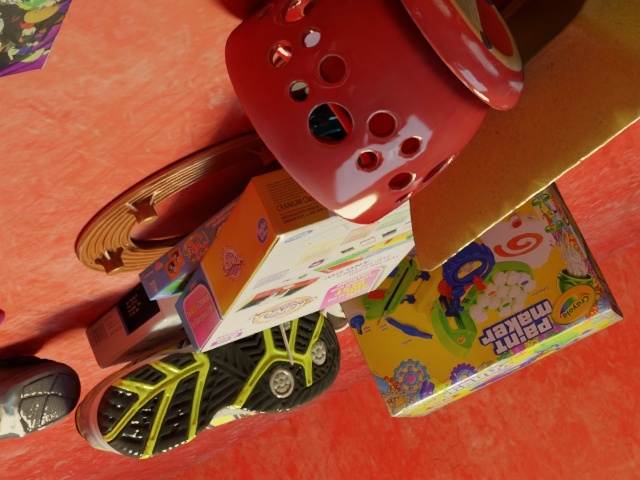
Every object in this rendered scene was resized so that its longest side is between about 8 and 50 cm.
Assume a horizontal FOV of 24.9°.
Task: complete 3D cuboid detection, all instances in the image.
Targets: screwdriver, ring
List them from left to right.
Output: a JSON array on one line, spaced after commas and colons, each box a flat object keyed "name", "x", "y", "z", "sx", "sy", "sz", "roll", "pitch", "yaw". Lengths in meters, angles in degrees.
[{"name": "ring", "x": -0.101, "y": -0.037, "z": 1.560, "sx": 0.337, "sy": 0.032, "sz": 0.336, "roll": -24, "pitch": 167, "yaw": -6}, {"name": "screwdriver", "x": -0.054, "y": 0.079, "z": 1.826, "sx": 0.025, "sy": 0.170, "sz": 0.024, "roll": -20, "pitch": -164, "yaw": 2}]

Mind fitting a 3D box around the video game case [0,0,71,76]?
[{"name": "video game case", "x": -0.254, "y": -0.140, "z": 0.850, "sx": 0.232, "sy": 0.041, "sz": 0.210, "roll": -18, "pitch": 166, "yaw": -29}]

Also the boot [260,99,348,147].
[{"name": "boot", "x": -0.011, "y": -0.112, "z": 1.399, "sx": 0.099, "sy": 0.045, "sz": 0.121, "roll": -16, "pitch": 174, "yaw": -9}]

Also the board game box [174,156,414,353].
[{"name": "board game box", "x": 0.000, "y": 0.000, "z": 1.507, "sx": 0.242, "sy": 0.064, "sz": 0.316, "roll": -19, "pitch": 163, "yaw": -27}]

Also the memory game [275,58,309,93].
[{"name": "memory game", "x": 0.045, "y": -0.182, "z": 1.297, "sx": 0.186, "sy": 0.012, "sz": 0.186, "roll": -24, "pitch": 167, "yaw": -6}]

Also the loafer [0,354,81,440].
[{"name": "loafer", "x": -0.441, "y": 0.206, "z": 1.753, "sx": 0.303, "sy": 0.109, "sz": 0.095, "roll": -14, "pitch": -153, "yaw": -37}]

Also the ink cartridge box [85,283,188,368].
[{"name": "ink cartridge box", "x": -0.129, "y": 0.082, "z": 1.904, "sx": 0.333, "sy": 0.065, "sz": 0.165, "roll": -9, "pitch": 160, "yaw": -45}]

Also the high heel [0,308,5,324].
[{"name": "high heel", "x": -0.428, "y": 0.138, "z": 1.545, "sx": 0.117, "sy": 0.082, "sz": 0.244, "roll": -2, "pitch": 142, "yaw": -37}]

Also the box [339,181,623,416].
[{"name": "box", "x": 0.175, "y": 0.032, "z": 1.782, "sx": 0.290, "sy": 0.279, "sz": 0.177, "roll": -27, "pitch": 167, "yaw": 12}]

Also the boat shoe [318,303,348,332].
[{"name": "boat shoe", "x": 0.036, "y": 0.070, "z": 2.097, "sx": 0.096, "sy": 0.088, "sz": 0.267, "roll": -20, "pitch": 166, "yaw": -20}]

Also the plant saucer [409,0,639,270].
[{"name": "plant saucer", "x": 0.208, "y": -0.167, "z": 1.251, "sx": 0.333, "sy": 0.081, "sz": 0.332, "roll": -40, "pitch": -166, "yaw": 48}]

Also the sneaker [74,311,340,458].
[{"name": "sneaker", "x": -0.143, "y": 0.169, "z": 1.859, "sx": 0.385, "sy": 0.145, "sz": 0.147, "roll": -13, "pitch": -177, "yaw": -36}]

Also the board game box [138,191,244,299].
[{"name": "board game box", "x": -0.075, "y": -0.005, "z": 1.578, "sx": 0.160, "sy": 0.039, "sz": 0.211, "roll": -9, "pitch": 158, "yaw": -49}]

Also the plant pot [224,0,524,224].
[{"name": "plant pot", "x": 0.051, "y": -0.132, "z": 1.114, "sx": 0.174, "sy": 0.191, "sz": 0.191, "roll": -33, "pitch": 165, "yaw": 21}]
